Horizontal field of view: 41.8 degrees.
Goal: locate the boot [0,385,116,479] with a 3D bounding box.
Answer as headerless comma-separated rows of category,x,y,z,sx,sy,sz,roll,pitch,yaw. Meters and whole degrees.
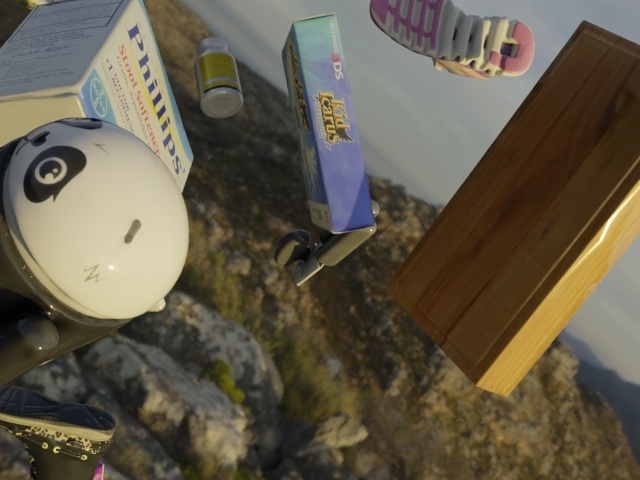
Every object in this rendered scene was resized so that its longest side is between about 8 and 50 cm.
boot,-0.459,0.336,1.335,0.237,0.178,0.085,15,18,-8

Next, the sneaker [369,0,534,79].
sneaker,0.172,-0.281,1.169,0.237,0.095,0.104,18,-6,-12

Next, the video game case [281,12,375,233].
video game case,0.003,-0.151,1.150,0.244,0.061,0.269,-151,-130,-82

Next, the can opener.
can opener,0.000,0.000,1.535,0.095,0.076,0.283,22,-32,-18

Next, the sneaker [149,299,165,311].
sneaker,-0.290,0.093,1.341,0.032,0.083,0.036,-81,164,-65

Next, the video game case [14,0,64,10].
video game case,-0.438,-0.515,1.470,0.248,0.274,0.035,24,-17,-21

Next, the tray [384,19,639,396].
tray,0.265,-0.041,0.991,0.076,0.411,0.203,26,15,-42

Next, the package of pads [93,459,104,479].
package of pads,-0.455,0.478,1.661,0.032,0.083,0.050,20,24,18

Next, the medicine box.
medicine box,-0.286,-0.132,1.054,0.289,0.149,0.263,-84,165,-52

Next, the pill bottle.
pill bottle,-0.157,-0.249,1.271,0.065,0.065,0.116,33,38,-54

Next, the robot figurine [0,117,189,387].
robot figurine,-0.241,0.012,0.683,0.174,0.278,0.209,0,67,-65
